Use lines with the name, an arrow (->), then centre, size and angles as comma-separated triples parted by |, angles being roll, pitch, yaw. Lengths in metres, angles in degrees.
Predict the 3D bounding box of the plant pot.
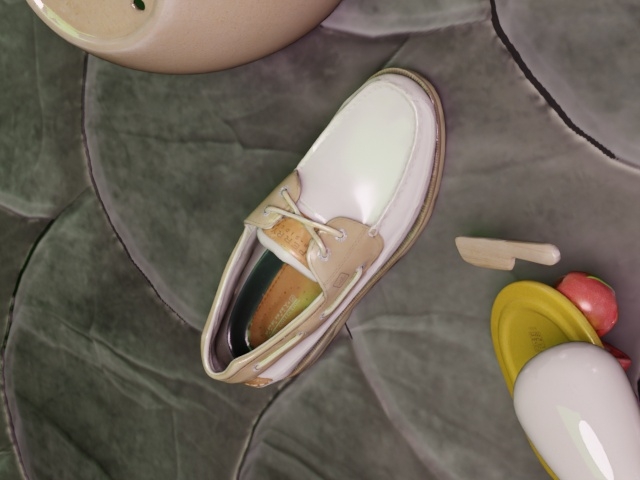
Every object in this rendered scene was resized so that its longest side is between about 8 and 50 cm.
plant pot -> -0.128, -0.240, 0.815 | 0.284, 0.191, 0.284 | 13, 126, 19

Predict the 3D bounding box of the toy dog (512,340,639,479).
toy dog -> 0.246, 0.219, 0.663 | 0.220, 0.161, 0.333 | -10, 85, 31

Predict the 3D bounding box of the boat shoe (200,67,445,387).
boat shoe -> 0.000, 0.000, 0.879 | 0.113, 0.103, 0.302 | 36, 113, 22

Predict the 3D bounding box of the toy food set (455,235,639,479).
toy food set -> 0.191, 0.084, 0.785 | 0.128, 0.071, 0.217 | -9, 102, 65
